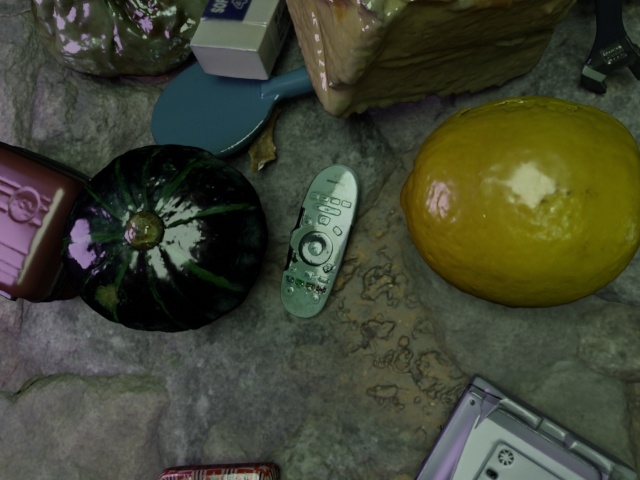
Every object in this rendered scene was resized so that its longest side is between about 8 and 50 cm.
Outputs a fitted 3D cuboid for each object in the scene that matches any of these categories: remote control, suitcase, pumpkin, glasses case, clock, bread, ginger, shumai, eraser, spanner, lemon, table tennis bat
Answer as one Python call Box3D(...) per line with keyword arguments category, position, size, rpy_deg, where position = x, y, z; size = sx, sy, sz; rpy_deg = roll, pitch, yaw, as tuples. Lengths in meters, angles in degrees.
Box3D(category="remote control", position=(-0.001, 0.000, 0.883), size=(0.097, 0.045, 0.256), rpy_deg=(19, 89, 16))
Box3D(category="suitcase", position=(-0.531, -0.040, 0.943), size=(0.297, 0.161, 0.236), rpy_deg=(23, 87, 15))
Box3D(category="pumpkin", position=(-0.238, -0.002, 0.831), size=(0.315, 0.238, 0.315), rpy_deg=(-1, 82, 8))
Box3D(category="glasses case", position=(-0.161, 0.377, 0.841), size=(0.195, 0.073, 0.049), rpy_deg=(-7, 74, 11))
Box3D(category="clock", position=(0.280, 0.329, 0.748), size=(0.253, 0.083, 0.186), rpy_deg=(30, 89, 15))
Box3D(category="bread", position=(0.131, -0.409, 0.761), size=(0.371, 0.279, 0.390), rpy_deg=(-13, 75, -12))
Box3D(category="ginger", position=(-0.100, -0.174, 0.934), size=(0.057, 0.044, 0.137), rpy_deg=(-11, 70, 41))
Box3D(category="shumai", position=(-0.369, -0.481, 0.899), size=(0.398, 0.323, 0.324), rpy_deg=(-7, 78, 9))
Box3D(category="eraser", position=(-0.110, -0.407, 0.920), size=(0.124, 0.081, 0.278), rpy_deg=(11, 68, 15))
Box3D(category="spanner", position=(0.399, -0.345, 0.739), size=(0.087, 0.315, 0.024), rpy_deg=(2, 44, 31))
Box3D(category="lemon", position=(0.261, -0.052, 0.715), size=(0.297, 0.297, 0.297), rpy_deg=(-2, 81, 12))
Box3D(category="table tennis bat", position=(-0.148, -0.241, 0.931), size=(0.329, 0.044, 0.215), rpy_deg=(-11, 64, 17))
